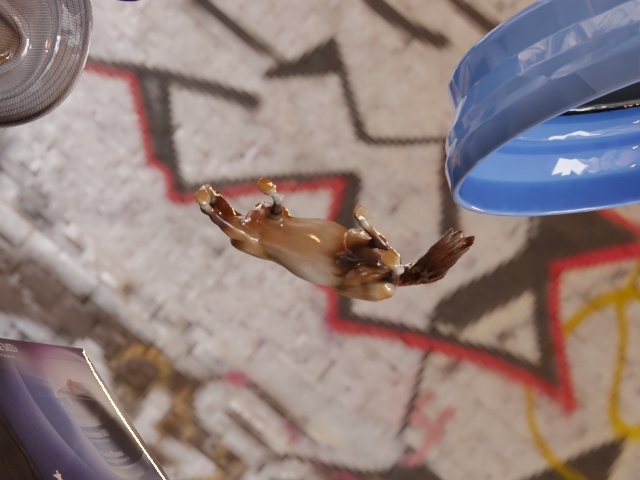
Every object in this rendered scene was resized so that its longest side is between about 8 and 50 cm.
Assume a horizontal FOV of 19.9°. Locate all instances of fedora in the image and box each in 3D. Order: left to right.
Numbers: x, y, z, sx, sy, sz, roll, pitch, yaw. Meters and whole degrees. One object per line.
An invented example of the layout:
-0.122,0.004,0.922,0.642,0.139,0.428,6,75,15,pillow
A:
-0.397,-0.240,2.015,0.275,0.244,0.124,21,11,-2,fedora

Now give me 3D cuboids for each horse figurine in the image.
0.000,0.000,1.590,0.263,0.066,0.174,16,-13,9,horse figurine

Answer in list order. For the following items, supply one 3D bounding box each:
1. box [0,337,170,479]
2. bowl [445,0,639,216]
-0.321,0.272,2.040,0.294,0.183,0.296,53,13,18,box
0.263,-0.109,1.140,0.391,0.391,0.077,51,25,-77,bowl
